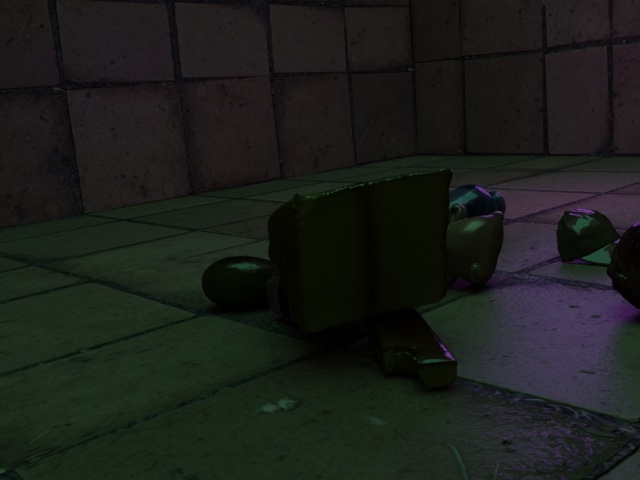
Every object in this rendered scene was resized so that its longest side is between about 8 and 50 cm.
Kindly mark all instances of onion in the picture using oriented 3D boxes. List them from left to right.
[{"bbox_3d":[0.541,0.038,1.177,0.159,0.160,0.195,1,1,28],"label":"onion"}]

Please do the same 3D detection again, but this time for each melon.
[{"bbox_3d":[-0.140,0.077,1.394,0.162,0.099,0.099,-3,11,5],"label":"melon"}]

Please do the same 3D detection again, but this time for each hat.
[{"bbox_3d":[0.592,-0.019,1.531,0.166,0.144,0.173,-18,-5,-43],"label":"hat"}]

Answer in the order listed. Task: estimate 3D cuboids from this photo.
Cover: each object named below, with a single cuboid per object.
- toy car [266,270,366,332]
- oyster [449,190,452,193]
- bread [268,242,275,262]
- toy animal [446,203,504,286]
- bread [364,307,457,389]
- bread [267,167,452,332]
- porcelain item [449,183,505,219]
[{"bbox_3d":[-0.004,0.100,1.244,0.209,0.089,0.108,3,23,21],"label":"toy car"},{"bbox_3d":[0.339,-0.086,2.009,0.275,0.100,0.271,-7,15,-19],"label":"oyster"},{"bbox_3d":[0.000,0.003,1.602,0.240,0.139,0.240,-4,8,1],"label":"bread"},{"bbox_3d":[0.244,0.007,1.443,0.197,0.171,0.171,6,15,35],"label":"toy animal"},{"bbox_3d":[0.120,0.148,1.042,0.088,0.049,0.226,-5,12,-4],"label":"bread"},{"bbox_3d":[0.026,-0.050,1.184,0.233,0.245,0.362,-13,31,-13],"label":"bread"},{"bbox_3d":[0.322,-0.053,1.796,0.259,0.141,0.141,-18,15,-18],"label":"porcelain item"}]
